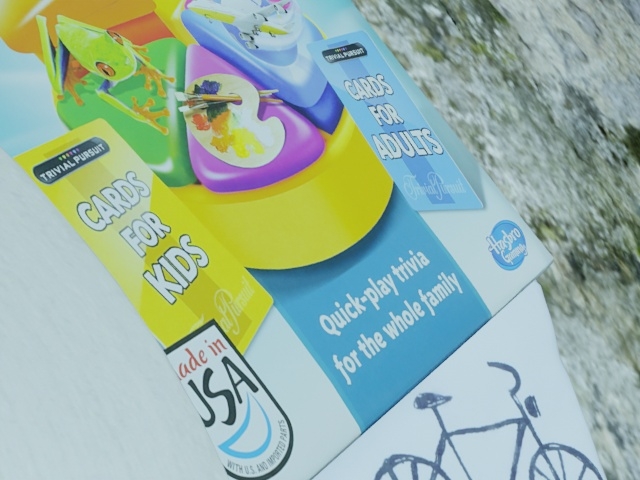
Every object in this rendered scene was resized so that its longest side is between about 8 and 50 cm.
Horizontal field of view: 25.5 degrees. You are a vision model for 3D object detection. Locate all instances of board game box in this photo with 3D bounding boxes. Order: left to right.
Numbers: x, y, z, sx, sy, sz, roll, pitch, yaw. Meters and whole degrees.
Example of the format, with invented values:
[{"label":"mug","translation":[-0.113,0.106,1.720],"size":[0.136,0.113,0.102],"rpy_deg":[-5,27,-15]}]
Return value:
[{"label":"board game box","translation":[-0.085,-0.067,0.512],"size":[0.336,0.079,0.254],"rpy_deg":[52,33,4]}]

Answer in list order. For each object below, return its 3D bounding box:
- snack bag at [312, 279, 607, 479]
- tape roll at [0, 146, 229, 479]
[{"label":"snack bag","translation":[0.057,0.144,0.581],"size":[0.323,0.037,0.342],"rpy_deg":[7,57,-45]},{"label":"tape roll","translation":[-0.173,0.062,0.225],"size":[0.392,0.072,0.392],"rpy_deg":[30,33,-22]}]
